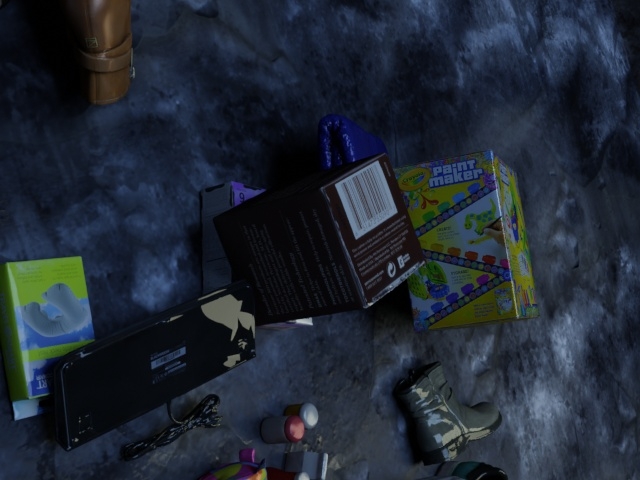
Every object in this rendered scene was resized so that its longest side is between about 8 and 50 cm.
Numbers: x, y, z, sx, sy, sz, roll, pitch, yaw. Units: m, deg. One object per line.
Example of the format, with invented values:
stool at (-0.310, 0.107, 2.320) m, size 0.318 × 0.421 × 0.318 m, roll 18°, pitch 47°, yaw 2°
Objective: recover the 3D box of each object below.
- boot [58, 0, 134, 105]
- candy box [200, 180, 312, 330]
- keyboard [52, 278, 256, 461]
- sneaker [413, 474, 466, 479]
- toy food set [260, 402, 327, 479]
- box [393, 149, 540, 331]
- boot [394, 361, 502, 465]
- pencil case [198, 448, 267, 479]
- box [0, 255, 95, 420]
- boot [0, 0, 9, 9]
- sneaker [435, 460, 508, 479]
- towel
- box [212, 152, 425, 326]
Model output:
boot at (-0.274, -0.307, 1.280) m, size 0.283 × 0.109 × 0.220 m, roll -108°, pitch -166°, yaw -67°
candy box at (-0.092, 0.027, 1.441) m, size 0.164 × 0.070 × 0.196 m, roll 12°, pitch 71°, yaw -48°
keyboard at (-0.199, 0.179, 1.247) m, size 0.317 × 0.033 × 0.202 m, roll -22°, pitch 120°, yaw -44°
sneaker at (0.136, 0.510, 1.563) m, size 0.321 × 0.124 × 0.180 m, roll -25°, pitch 103°, yaw -40°
toy food set at (-0.026, 0.339, 1.406) m, size 0.111 × 0.104 × 0.232 m, roll 31°, pitch 57°, yaw -42°
box at (0.263, 0.011, 1.727) m, size 0.290 × 0.177 × 0.279 m, roll 13°, pitch 69°, yaw -70°
boot at (0.234, 0.287, 1.765) m, size 0.246 × 0.083 × 0.161 m, roll -17°, pitch 88°, yaw -53°
pencil case at (-0.087, 0.408, 1.321) m, size 0.104 × 0.104 × 0.237 m, roll -21°, pitch 97°, yaw -51°
box at (-0.322, 0.112, 1.161) m, size 0.109 × 0.042 × 0.178 m, roll -6°, pitch 84°, yaw -51°
boot at (-0.401, -0.325, 1.148) m, size 0.115 × 0.112 × 0.305 m, roll 31°, pitch 48°, yaw -14°
sneaker at (0.233, 0.500, 1.664) m, size 0.108 × 0.121 × 0.302 m, roll 50°, pitch 46°, yaw -29°
towel at (0.063, -0.072, 1.584) m, size 0.308 × 0.076 × 0.228 m, roll 11°, pitch 66°, yaw -75°
box at (0.000, 0.000, 1.342) m, size 0.168 × 0.203 × 0.167 m, roll -33°, pitch 104°, yaw -49°
